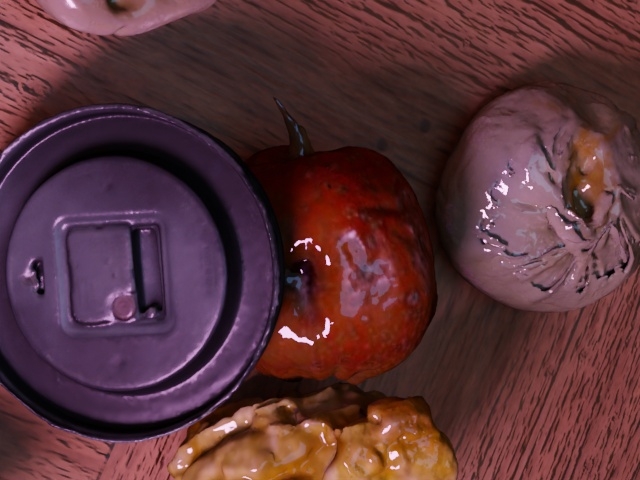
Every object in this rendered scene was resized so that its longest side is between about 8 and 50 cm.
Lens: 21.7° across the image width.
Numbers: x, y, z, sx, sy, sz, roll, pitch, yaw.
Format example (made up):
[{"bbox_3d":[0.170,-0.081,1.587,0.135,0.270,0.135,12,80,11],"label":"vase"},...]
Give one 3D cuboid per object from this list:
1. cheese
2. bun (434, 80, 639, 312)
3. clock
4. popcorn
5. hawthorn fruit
[{"bbox_3d":[-0.189,-0.303,1.636,0.218,0.117,0.235,40,77,-27],"label":"cheese"},{"bbox_3d":[0.276,-0.045,1.900,0.287,0.146,0.287,-5,100,-29],"label":"bun"},{"bbox_3d":[-0.190,0.030,1.608,0.325,0.067,0.325,1,93,13],"label":"clock"},{"bbox_3d":[0.004,0.253,1.727,0.265,0.332,0.225,1,68,-55],"label":"popcorn"},{"bbox_3d":[0.003,0.024,1.720,0.258,0.258,0.262,21,64,-28],"label":"hawthorn fruit"}]
